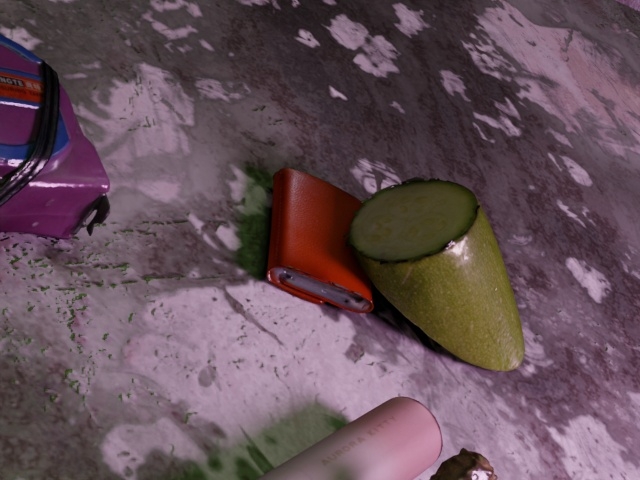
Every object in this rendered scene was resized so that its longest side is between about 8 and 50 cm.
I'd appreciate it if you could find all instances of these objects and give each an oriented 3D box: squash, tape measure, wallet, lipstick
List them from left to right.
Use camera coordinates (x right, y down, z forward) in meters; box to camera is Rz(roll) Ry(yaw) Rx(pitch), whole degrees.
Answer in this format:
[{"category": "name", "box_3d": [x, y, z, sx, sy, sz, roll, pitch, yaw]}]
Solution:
[{"category": "tape measure", "box_3d": [-0.365, -0.103, 1.132, 0.231, 0.149, 0.245, 1, 54, -43]}, {"category": "wallet", "box_3d": [0.000, 0.000, 1.392, 0.142, 0.045, 0.204, 22, 36, -17]}, {"category": "lipstick", "box_3d": [0.000, 0.246, 1.059, 0.087, 0.087, 0.327, 47, 36, 17]}, {"category": "squash", "box_3d": [0.154, 0.067, 1.421, 0.189, 0.260, 0.189, -13, 37, 10]}]

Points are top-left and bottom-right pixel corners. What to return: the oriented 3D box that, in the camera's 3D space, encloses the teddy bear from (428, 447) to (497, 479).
[{"category": "teddy bear", "box_3d": [0.154, 0.310, 0.974, 0.296, 0.222, 0.246, 8, 67, -20]}]
